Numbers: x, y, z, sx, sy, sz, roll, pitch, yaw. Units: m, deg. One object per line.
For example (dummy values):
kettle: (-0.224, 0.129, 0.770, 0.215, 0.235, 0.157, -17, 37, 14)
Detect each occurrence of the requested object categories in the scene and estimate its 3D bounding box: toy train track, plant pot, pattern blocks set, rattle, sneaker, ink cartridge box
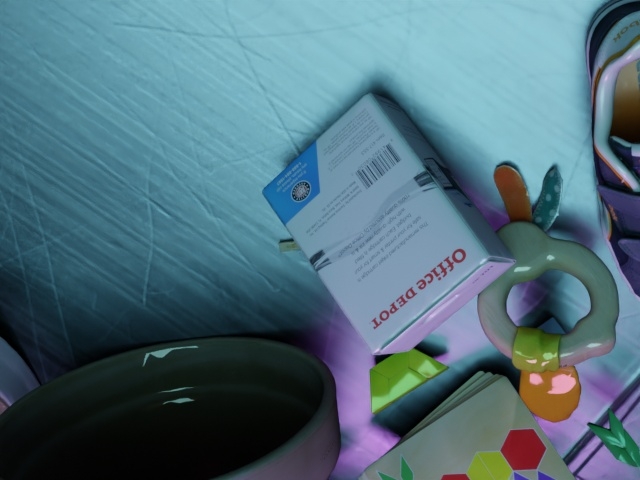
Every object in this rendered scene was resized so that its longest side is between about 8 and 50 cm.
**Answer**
toy train track: (0.000, 0.000, 1.176, 0.083, 0.014, 0.048, -8, 108, 18)
plant pot: (-0.123, 0.279, 1.128, 0.323, 0.323, 0.280, -7, 109, 10)
pattern blocks set: (0.142, 0.234, 1.169, 0.325, 0.026, 0.285, -27, 76, 9)
rattle: (0.209, 0.045, 1.128, 0.130, 0.200, 0.143, -28, 143, 16)
sneaker: (0.303, -0.049, 1.059, 0.126, 0.127, 0.321, -17, 107, 12)
ink cartridge box: (0.060, -0.013, 1.084, 0.139, 0.082, 0.191, -41, 71, 19)

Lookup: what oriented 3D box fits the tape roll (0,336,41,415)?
tape roll: (-0.353, 0.224, 1.160, 0.100, 0.286, 0.286, -19, 106, 15)
